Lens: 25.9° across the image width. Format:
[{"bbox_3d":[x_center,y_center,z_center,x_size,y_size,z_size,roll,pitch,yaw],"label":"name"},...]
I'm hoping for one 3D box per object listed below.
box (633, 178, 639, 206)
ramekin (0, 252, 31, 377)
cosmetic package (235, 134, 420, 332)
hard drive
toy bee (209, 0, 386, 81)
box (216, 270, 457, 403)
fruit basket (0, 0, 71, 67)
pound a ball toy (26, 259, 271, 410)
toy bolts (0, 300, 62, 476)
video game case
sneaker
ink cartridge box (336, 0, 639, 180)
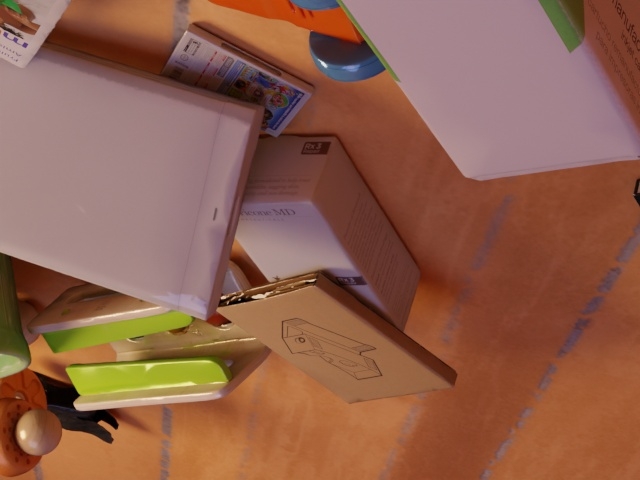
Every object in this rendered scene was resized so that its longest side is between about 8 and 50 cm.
[{"bbox_3d":[0.317,-0.030,1.179,0.083,0.018,0.067,-4,143,35],"label":"box"},{"bbox_3d":[-0.494,0.084,1.615,0.304,0.148,0.303,-7,167,-2],"label":"ramekin"},{"bbox_3d":[0.000,0.000,1.352,0.117,0.085,0.231,0,146,30],"label":"cosmetic package"},{"bbox_3d":[-0.220,-0.068,1.271,0.308,0.040,0.203,17,108,10],"label":"hard drive"},{"bbox_3d":[0.053,-0.184,0.976,0.298,0.162,0.195,39,163,16],"label":"toy bee"},{"bbox_3d":[0.014,0.103,1.410,0.201,0.021,0.164,37,147,-29],"label":"box"},{"bbox_3d":[-0.343,-0.236,1.032,0.327,0.165,0.353,29,159,-16],"label":"fruit basket"},{"bbox_3d":[-0.191,0.064,1.560,0.319,0.136,0.208,-12,113,43],"label":"pound a ball toy"},{"bbox_3d":[-0.399,0.179,1.833,0.159,0.218,0.228,-14,98,25],"label":"toy bolts"},{"bbox_3d":[-0.076,-0.140,1.233,0.122,0.011,0.087,26,149,-12],"label":"video game case"},{"bbox_3d":[-0.377,0.242,2.014,0.170,0.051,0.089,14,146,2],"label":"sneaker"},{"bbox_3d":[0.112,-0.202,0.753,0.115,0.272,0.198,-7,142,34],"label":"ink cartridge box"}]
